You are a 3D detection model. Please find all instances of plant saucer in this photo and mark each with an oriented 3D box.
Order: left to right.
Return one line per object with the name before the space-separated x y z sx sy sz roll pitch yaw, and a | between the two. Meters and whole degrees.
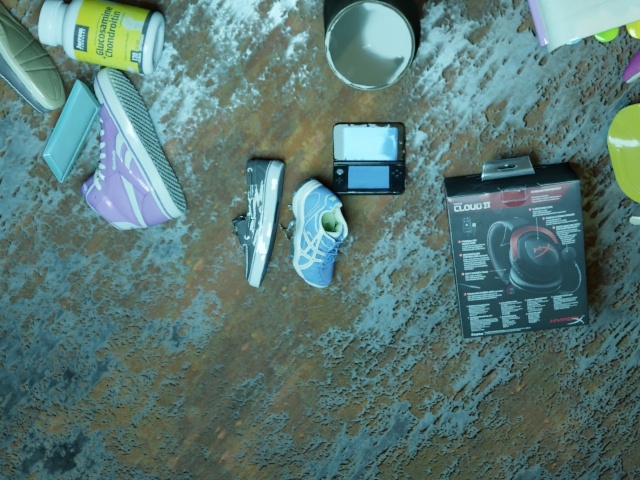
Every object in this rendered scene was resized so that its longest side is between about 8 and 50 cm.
plant saucer | -0.415 -0.181 1.575 0.067 0.018 0.192 54 133 16

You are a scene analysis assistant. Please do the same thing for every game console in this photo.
game console | 0.080 -0.136 1.579 0.122 0.107 0.071 0 140 4

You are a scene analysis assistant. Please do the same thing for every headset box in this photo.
headset box | 0.328 0.004 1.593 0.218 0.110 0.293 -8 111 7

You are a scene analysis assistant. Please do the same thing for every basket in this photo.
basket | 0.076 -0.315 1.423 0.154 0.227 0.204 -14 109 9

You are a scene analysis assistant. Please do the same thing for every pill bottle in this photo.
pill bottle | -0.349 -0.333 1.511 0.184 0.103 0.103 12 112 -1

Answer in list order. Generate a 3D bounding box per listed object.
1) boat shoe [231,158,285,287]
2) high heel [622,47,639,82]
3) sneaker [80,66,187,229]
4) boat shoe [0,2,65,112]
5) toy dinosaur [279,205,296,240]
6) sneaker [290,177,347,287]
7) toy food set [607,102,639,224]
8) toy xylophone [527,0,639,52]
boat shoe | -0.116 -0.032 1.629 0.076 0.080 0.228 12 111 6
high heel | 0.544 -0.360 1.468 0.244 0.082 0.117 -46 73 31
sneaker | -0.353 -0.142 1.590 0.161 0.102 0.282 -16 110 13
boat shoe | -0.533 -0.317 1.536 0.092 0.103 0.285 -35 102 21
toy dinosaur | -0.032 -0.038 1.651 0.082 0.047 0.090 -35 139 7
sneaker | 0.000 0.000 1.607 0.081 0.080 0.211 29 139 38
toy food set | 0.554 -0.132 1.554 0.128 0.071 0.217 -7 111 32
toy xylophone | 0.463 -0.411 1.404 0.323 0.081 0.236 -6 95 20
